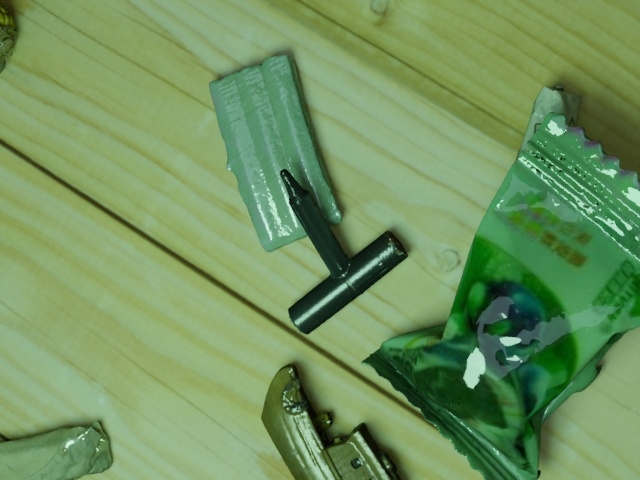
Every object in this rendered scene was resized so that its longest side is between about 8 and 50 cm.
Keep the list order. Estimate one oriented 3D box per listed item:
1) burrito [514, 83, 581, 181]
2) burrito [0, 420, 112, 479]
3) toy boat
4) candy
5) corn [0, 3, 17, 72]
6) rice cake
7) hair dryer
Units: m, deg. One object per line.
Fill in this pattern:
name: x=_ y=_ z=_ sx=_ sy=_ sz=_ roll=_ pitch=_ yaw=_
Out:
burrito: x=0.267 y=-0.097 z=1.267 sx=0.064 sy=0.064 sz=0.203 roll=22 pitch=98 yaw=8
burrito: x=-0.428 y=0.307 z=1.433 sx=0.275 sy=0.059 sz=0.082 roll=-10 pitch=107 yaw=12
toy boat: x=0.033 y=0.303 z=1.331 sx=0.121 sy=0.089 sz=0.321 roll=-31 pitch=87 yaw=6
candy: x=0.257 y=0.081 z=1.209 sx=0.263 sy=0.172 sz=0.398 roll=36 pitch=115 yaw=8
corn: x=-0.539 y=-0.327 z=1.387 sx=0.293 sy=0.106 sz=0.106 roll=31 pitch=99 yaw=10
rice cake: x=-0.060 y=-0.112 z=1.337 sx=0.127 sy=0.043 sz=0.237 roll=-19 pitch=90 yaw=12
hair dryer: x=-0.014 y=0.006 z=1.306 sx=0.173 sy=0.050 sz=0.195 roll=-41 pitch=109 yaw=11
